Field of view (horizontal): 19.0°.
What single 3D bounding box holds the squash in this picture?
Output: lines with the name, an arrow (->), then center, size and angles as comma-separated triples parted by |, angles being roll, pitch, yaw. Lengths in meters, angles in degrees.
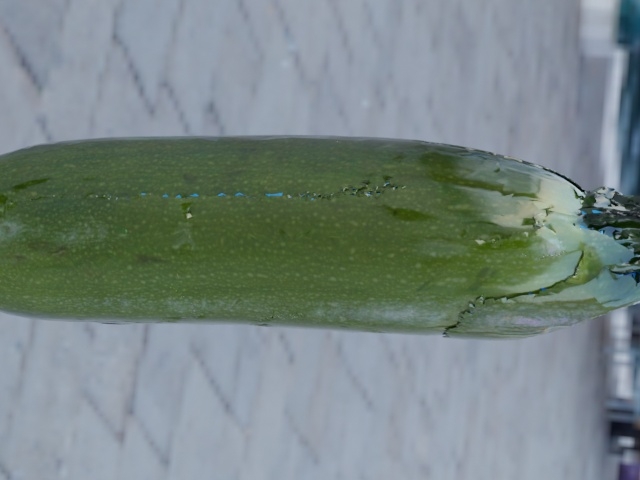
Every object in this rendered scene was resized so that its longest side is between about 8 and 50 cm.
squash -> 0.000, -0.002, 0.777 | 0.087, 0.331, 0.087 | 1, 90, -74
